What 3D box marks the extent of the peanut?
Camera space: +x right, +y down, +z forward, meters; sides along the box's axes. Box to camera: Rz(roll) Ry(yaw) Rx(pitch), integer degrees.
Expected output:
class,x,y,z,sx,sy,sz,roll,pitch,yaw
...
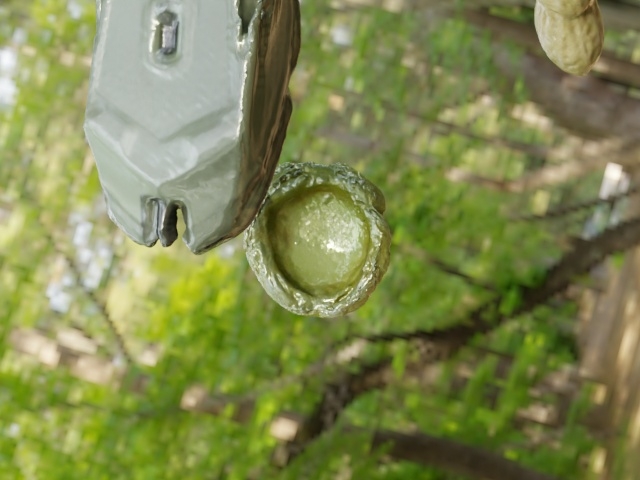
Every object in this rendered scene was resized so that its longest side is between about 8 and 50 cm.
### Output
class,x,y,z,sx,sy,sz,roll,pitch,yaw
peanut,0.267,-0.260,1.927,0.187,0.082,0.082,77,-154,-42

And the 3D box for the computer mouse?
class,x,y,z,sx,sy,sz,roll,pitch,yaw
computer mouse,-0.127,-0.201,1.876,0.145,0.228,0.429,-6,-77,-63

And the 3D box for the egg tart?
class,x,y,z,sx,sy,sz,roll,pitch,yaw
egg tart,0.000,0.000,2.153,0.078,0.197,0.197,10,-84,-76
